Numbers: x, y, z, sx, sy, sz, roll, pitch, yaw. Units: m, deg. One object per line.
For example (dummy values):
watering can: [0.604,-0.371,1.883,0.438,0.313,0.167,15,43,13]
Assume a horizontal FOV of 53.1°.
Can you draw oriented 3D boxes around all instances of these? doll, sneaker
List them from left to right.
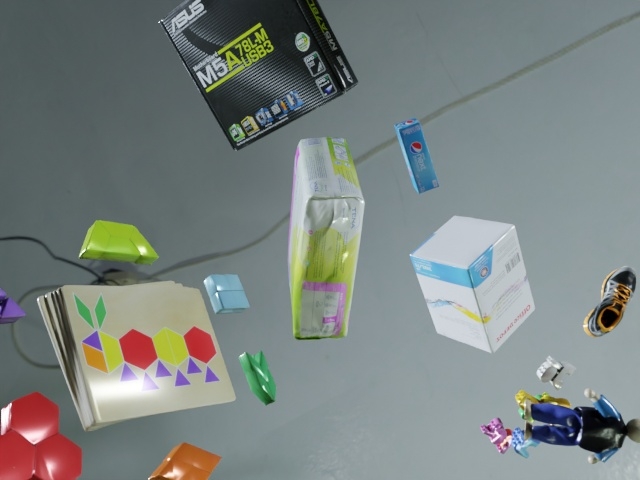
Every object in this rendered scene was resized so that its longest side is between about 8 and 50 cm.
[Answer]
doll: [0.429,0.297,1.034,0.188,0.046,0.129,2,102,21]
sneaker: [0.795,0.168,1.726,0.084,0.083,0.215,28,85,5]

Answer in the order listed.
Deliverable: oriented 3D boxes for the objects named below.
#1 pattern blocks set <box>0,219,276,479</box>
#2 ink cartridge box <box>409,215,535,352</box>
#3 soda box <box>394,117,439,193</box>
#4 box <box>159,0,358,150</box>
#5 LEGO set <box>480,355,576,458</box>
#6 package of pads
pattern blocks set: [-0.176,0.107,0.632,0.026,0.324,0.286,-37,56,30]
ink cartridge box: [0.398,0.109,1.664,0.197,0.198,0.270,14,134,50]
soda box: [0.285,-0.251,1.898,0.067,0.071,0.210,-20,113,3]
box: [-0.075,-0.223,0.755,0.190,0.045,0.184,-19,108,37]
LEGO set: [0.390,0.320,1.219,0.093,0.087,0.227,31,104,-13]
package of pads: [0.000,0.000,1.107,0.101,0.229,0.297,1,123,-7]
